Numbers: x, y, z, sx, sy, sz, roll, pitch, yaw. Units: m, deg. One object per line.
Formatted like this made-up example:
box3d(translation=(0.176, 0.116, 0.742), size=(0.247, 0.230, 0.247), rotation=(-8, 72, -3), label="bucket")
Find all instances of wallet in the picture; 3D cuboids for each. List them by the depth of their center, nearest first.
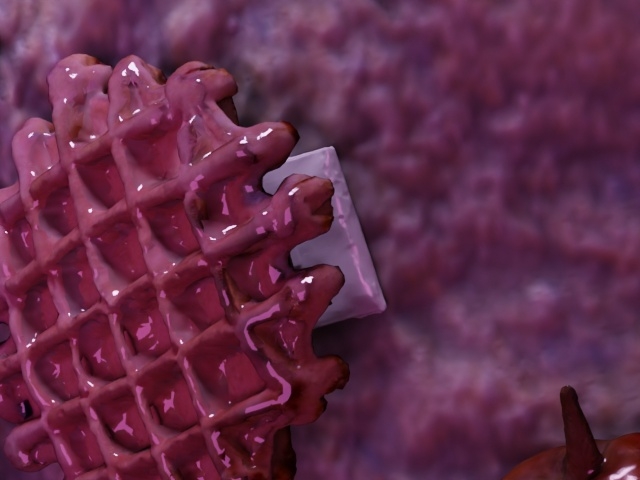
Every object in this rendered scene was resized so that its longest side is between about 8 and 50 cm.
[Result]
box3d(translation=(0.000, 0.000, 0.891), size=(0.044, 0.011, 0.083), rotation=(-15, 99, 22), label="wallet")

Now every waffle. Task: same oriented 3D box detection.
box3d(translation=(-0.082, 0.028, 0.876), size=(0.221, 0.055, 0.234), rotation=(31, 111, 33), label="waffle")

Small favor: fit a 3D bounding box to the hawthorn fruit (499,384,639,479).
box3d(translation=(0.120, 0.184, 0.794), size=(0.210, 0.210, 0.262), rotation=(4, 98, 19), label="hawthorn fruit")
